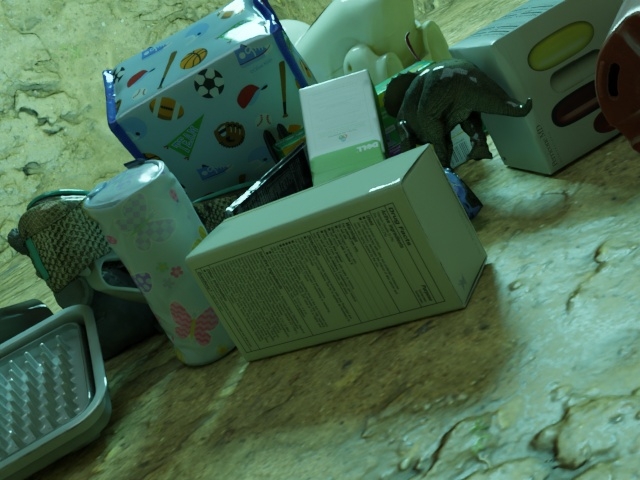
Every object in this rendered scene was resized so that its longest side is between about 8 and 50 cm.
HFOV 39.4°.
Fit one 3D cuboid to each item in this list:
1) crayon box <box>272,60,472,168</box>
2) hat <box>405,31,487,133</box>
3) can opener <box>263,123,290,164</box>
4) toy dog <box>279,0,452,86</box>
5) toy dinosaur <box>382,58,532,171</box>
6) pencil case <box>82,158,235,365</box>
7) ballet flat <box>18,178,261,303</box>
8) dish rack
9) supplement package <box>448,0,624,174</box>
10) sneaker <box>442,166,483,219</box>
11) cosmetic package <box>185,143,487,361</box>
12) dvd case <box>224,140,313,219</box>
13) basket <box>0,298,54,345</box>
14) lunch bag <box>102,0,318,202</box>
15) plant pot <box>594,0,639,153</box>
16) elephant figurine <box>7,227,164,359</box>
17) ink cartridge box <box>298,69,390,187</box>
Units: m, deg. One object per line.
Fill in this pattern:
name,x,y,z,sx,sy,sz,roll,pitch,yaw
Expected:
crayon box,0.087,-0.144,1.406,0.278,0.165,0.081,-30,16,-4
hat,0.189,-0.259,1.550,0.173,0.183,0.208,-36,17,-22
can opener,-0.038,-0.105,1.467,0.059,0.186,0.073,-22,14,-4
toy dog,0.013,-0.375,1.877,0.408,0.395,0.284,-4,37,38
toy dinosaur,0.159,-0.174,1.190,0.121,0.160,0.313,-6,-3,-17
pencil case,-0.195,0.033,1.157,0.124,0.273,0.113,-20,25,18
ballet flat,-0.221,0.011,1.369,0.483,0.182,0.164,-7,-20,-46
dish rack,-0.422,0.241,1.177,0.333,0.072,0.285,-30,30,-4
supplement package,0.321,-0.226,1.204,0.203,0.194,0.149,-31,15,-6
sneaker,0.127,-0.032,1.184,0.087,0.083,0.221,-53,20,-26
cosmetic package,0.014,0.022,1.035,0.309,0.160,0.113,-18,20,32
dvd case,-0.049,-0.021,1.264,0.018,0.164,0.221,-1,29,32
basket,-0.526,0.198,1.412,0.227,0.204,0.154,-28,28,-37
lunch bag,-0.144,-0.193,1.578,0.328,0.385,0.239,-27,40,8
plant pot,0.432,-0.225,0.943,0.272,0.272,0.265,-11,33,48
elephant figurine,-0.368,0.061,1.415,0.186,0.239,0.169,-29,16,-1
ink cartridge box,0.039,-0.134,1.273,0.109,0.062,0.209,-15,58,10
